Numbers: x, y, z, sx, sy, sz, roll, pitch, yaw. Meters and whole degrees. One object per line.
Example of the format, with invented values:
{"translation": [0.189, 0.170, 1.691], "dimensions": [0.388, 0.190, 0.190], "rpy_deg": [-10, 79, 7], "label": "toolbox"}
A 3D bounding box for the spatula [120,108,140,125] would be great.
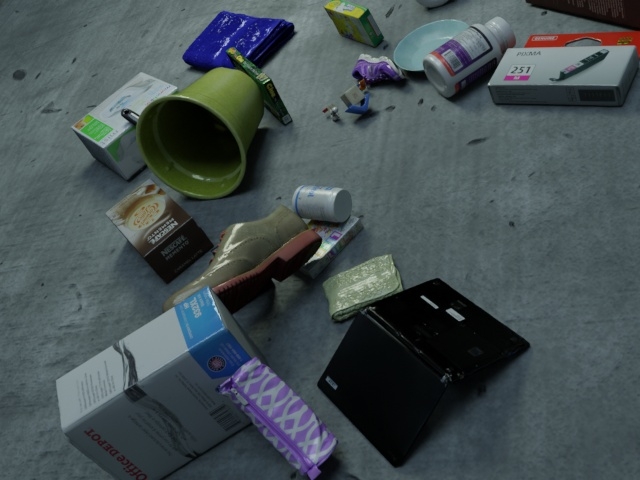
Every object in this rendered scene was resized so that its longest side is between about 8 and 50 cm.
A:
{"translation": [-0.393, -0.255, 1.957], "dimensions": [0.296, 0.030, 0.084], "rpy_deg": [36, 67, 9], "label": "spatula"}

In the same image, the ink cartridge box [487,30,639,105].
{"translation": [0.524, -0.382, 1.612], "dimensions": [0.275, 0.060, 0.239], "rpy_deg": [9, 55, 36], "label": "ink cartridge box"}

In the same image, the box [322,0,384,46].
{"translation": [0.082, -0.579, 2.032], "dimensions": [0.043, 0.105, 0.179], "rpy_deg": [-47, 43, -9], "label": "box"}

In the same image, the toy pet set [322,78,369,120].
{"translation": [0.081, -0.330, 1.839], "dimensions": [0.122, 0.065, 0.114], "rpy_deg": [-39, 7, -14], "label": "toy pet set"}

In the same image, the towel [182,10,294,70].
{"translation": [-0.251, -0.589, 2.262], "dimensions": [0.308, 0.076, 0.227], "rpy_deg": [19, 60, 42], "label": "towel"}

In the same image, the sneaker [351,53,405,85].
{"translation": [0.140, -0.404, 1.872], "dimensions": [0.071, 0.068, 0.170], "rpy_deg": [-57, 36, -6], "label": "sneaker"}

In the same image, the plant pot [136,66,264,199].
{"translation": [-0.262, -0.284, 1.850], "dimensions": [0.276, 0.276, 0.254], "rpy_deg": [-5, 36, 26], "label": "plant pot"}

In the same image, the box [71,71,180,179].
{"translation": [-0.509, -0.317, 2.110], "dimensions": [0.262, 0.127, 0.231], "rpy_deg": [-43, 40, -15], "label": "box"}

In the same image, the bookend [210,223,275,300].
{"translation": [-0.197, 0.069, 1.579], "dimensions": [0.156, 0.072, 0.157], "rpy_deg": [-32, 40, -1], "label": "bookend"}

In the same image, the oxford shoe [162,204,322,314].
{"translation": [-0.163, 0.048, 1.430], "dimensions": [0.348, 0.123, 0.130], "rpy_deg": [-30, 70, -34], "label": "oxford shoe"}

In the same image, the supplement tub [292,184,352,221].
{"translation": [0.002, -0.075, 1.563], "dimensions": [0.107, 0.071, 0.071], "rpy_deg": [6, 53, 35], "label": "supplement tub"}

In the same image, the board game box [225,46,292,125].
{"translation": [-0.160, -0.400, 1.976], "dimensions": [0.030, 0.136, 0.259], "rpy_deg": [-33, 41, -8], "label": "board game box"}

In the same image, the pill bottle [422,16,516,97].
{"translation": [0.335, -0.415, 1.718], "dimensions": [0.193, 0.108, 0.108], "rpy_deg": [-34, 41, -4], "label": "pill bottle"}

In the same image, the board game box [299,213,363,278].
{"translation": [0.000, 0.000, 1.565], "dimensions": [0.154, 0.026, 0.103], "rpy_deg": [-46, 44, -17], "label": "board game box"}

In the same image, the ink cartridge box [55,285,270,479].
{"translation": [-0.254, 0.257, 1.309], "dimensions": [0.307, 0.223, 0.129], "rpy_deg": [-32, 40, -1], "label": "ink cartridge box"}

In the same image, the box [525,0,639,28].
{"translation": [0.644, -0.599, 1.695], "dimensions": [0.191, 0.143, 0.381], "rpy_deg": [-39, 40, -13], "label": "box"}

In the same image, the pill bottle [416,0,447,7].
{"translation": [0.296, -0.713, 2.035], "dimensions": [0.112, 0.112, 0.186], "rpy_deg": [-13, 44, 20], "label": "pill bottle"}

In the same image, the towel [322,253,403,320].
{"translation": [0.077, 0.086, 1.434], "dimensions": [0.148, 0.027, 0.110], "rpy_deg": [-24, 40, 8], "label": "towel"}

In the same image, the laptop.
{"translation": [0.164, 0.206, 1.275], "dimensions": [0.264, 0.136, 0.234], "rpy_deg": [-19, 35, -27], "label": "laptop"}

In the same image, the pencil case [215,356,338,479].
{"translation": [-0.066, 0.275, 1.205], "dimensions": [0.086, 0.206, 0.088], "rpy_deg": [-48, -4, 12], "label": "pencil case"}

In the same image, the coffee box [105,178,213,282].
{"translation": [-0.371, -0.027, 1.756], "dimensions": [0.141, 0.098, 0.246], "rpy_deg": [-41, 42, -11], "label": "coffee box"}

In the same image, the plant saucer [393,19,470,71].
{"translation": [0.274, -0.459, 1.852], "dimensions": [0.195, 0.037, 0.195], "rpy_deg": [-17, 42, 16], "label": "plant saucer"}
